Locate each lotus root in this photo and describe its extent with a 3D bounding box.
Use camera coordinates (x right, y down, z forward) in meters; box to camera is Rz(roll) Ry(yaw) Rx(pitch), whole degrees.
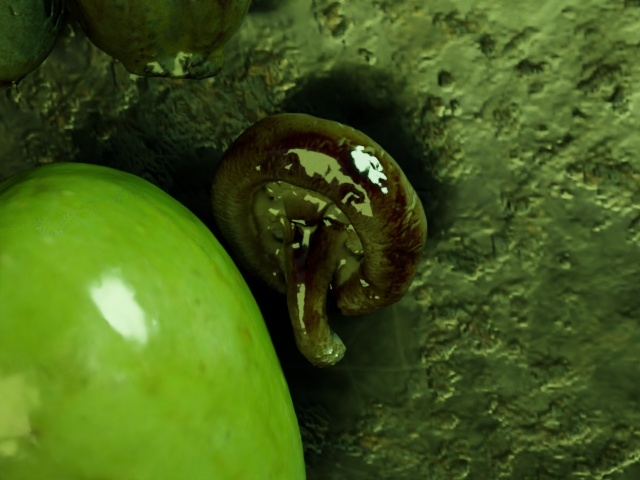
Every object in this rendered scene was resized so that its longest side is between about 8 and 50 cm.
[{"bbox_3d":[-0.100,-0.207,0.949,0.124,0.123,0.241,-5,118,4],"label":"lotus root"},{"bbox_3d":[-0.194,-0.167,1.029,0.088,0.088,0.165,10,109,15],"label":"lotus root"}]

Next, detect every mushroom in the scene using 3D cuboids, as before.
[{"bbox_3d":[0.001,0.000,1.044,0.135,0.080,0.170,13,121,27],"label":"mushroom"}]

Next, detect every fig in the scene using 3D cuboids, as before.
[{"bbox_3d":[-0.137,0.111,1.051,0.258,0.258,0.326,-21,120,27],"label":"fig"}]
